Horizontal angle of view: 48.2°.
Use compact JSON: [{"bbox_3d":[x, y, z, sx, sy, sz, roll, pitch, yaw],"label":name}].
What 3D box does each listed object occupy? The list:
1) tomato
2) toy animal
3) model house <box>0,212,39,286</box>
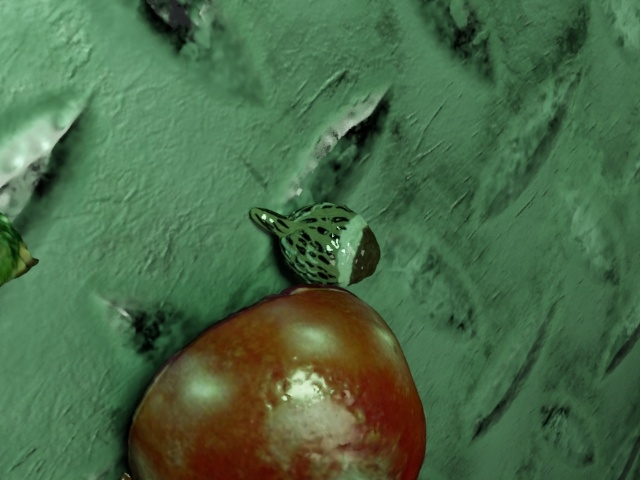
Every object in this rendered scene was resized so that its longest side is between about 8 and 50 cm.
[{"bbox_3d":[-0.028,0.224,0.696,0.290,0.176,0.334,-4,124,-34],"label":"tomato"},{"bbox_3d":[0.000,0.000,0.734,0.137,0.098,0.098,32,83,-33],"label":"toy animal"},{"bbox_3d":[-0.312,-0.014,0.446,0.183,0.167,0.172,-40,122,-36],"label":"model house"}]
